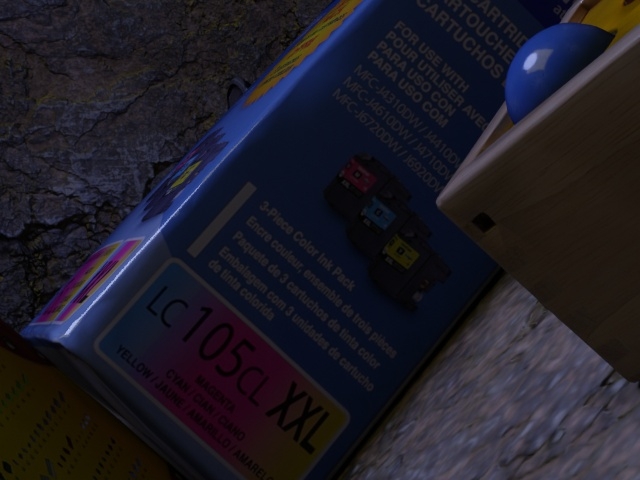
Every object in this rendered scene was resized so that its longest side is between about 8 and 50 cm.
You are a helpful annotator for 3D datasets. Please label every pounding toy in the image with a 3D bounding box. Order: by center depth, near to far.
[{"bbox_3d":[0.110,-0.050,0.397,0.206,0.094,0.181,-41,8,48],"label":"pounding toy"}]

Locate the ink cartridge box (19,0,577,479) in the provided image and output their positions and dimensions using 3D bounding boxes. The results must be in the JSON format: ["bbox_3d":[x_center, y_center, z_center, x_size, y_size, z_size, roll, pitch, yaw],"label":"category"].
[{"bbox_3d":[0.017,-0.041,0.717,0.395,0.151,0.270,-47,10,-15],"label":"ink cartridge box"}]

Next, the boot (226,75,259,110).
[{"bbox_3d":[-0.104,-0.060,1.308,0.229,0.091,0.263,-61,12,-4],"label":"boot"}]

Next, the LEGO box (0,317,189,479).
[{"bbox_3d":[-0.204,0.234,0.310,0.372,0.193,0.500,-47,5,1],"label":"LEGO box"}]
